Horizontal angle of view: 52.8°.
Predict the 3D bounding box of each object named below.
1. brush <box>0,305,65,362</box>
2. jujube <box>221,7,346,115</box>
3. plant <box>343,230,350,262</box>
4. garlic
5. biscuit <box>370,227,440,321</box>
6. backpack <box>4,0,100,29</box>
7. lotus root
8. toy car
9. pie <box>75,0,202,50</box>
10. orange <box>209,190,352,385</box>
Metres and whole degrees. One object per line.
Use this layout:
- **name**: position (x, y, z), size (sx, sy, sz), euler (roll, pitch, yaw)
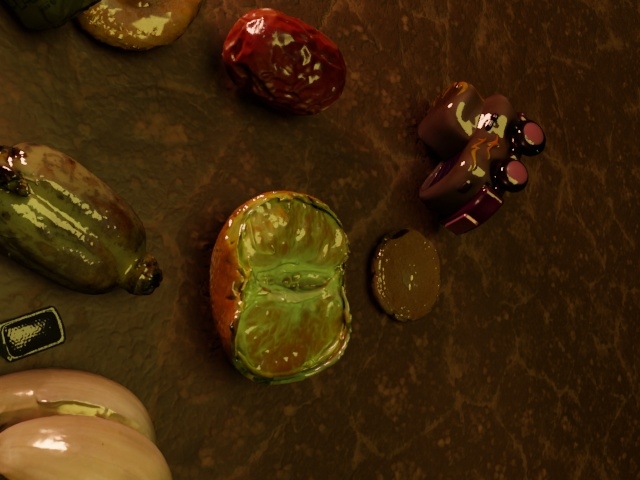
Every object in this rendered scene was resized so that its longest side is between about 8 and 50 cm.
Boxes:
- **brush**: position (-0.471, 0.154, 0.945), size (0.193, 0.016, 0.063), euler (-20, 96, -39)
- **jujube**: position (-0.066, -0.337, 1.237), size (0.250, 0.174, 0.174), euler (10, 78, -40)
- **plant**: position (0.000, 0.000, 1.320), size (0.122, 0.104, 0.116), euler (61, 6, 23)
- **garlic**: position (-0.335, 0.312, 0.894), size (0.313, 0.249, 0.286), euler (59, 11, -19)
- **biscuit**: position (0.195, 0.079, 1.468), size (0.225, 0.042, 0.226), euler (6, 81, -40)
- **backpack**: position (-0.424, -0.447, 0.952), size (0.140, 0.207, 0.253), euler (-43, 118, -47)
- **lotus root**: position (-0.373, -0.015, 0.961), size (0.309, 0.173, 0.173), euler (42, 60, -26)
- **toy car**: position (0.337, -0.202, 1.503), size (0.240, 0.271, 0.341), euler (34, 63, -10)
- **pie**: position (-0.323, -0.451, 1.109), size (0.273, 0.069, 0.274), euler (10, 71, -31)
- **orange**: position (-0.072, 0.087, 1.161), size (0.262, 0.196, 0.335), euler (-6, 83, -24)
